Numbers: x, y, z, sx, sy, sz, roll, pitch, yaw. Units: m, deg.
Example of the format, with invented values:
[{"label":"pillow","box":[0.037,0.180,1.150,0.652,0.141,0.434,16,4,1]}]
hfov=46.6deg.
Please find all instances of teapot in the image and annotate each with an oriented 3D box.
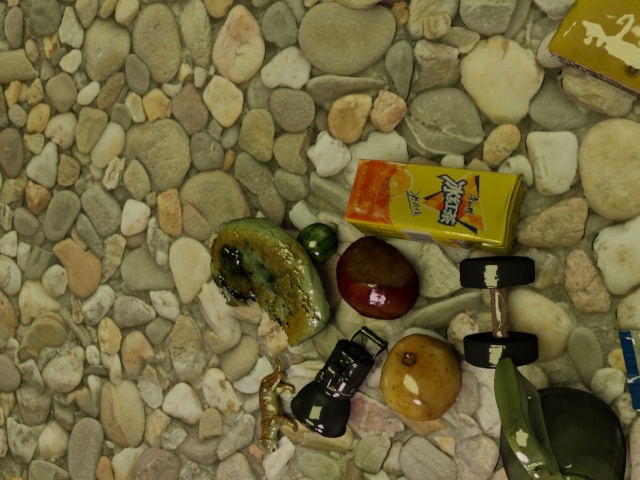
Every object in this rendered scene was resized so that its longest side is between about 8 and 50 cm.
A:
[{"label":"teapot","box":[0.458,0.398,1.399,0.240,0.239,0.321,-4,113,14]}]

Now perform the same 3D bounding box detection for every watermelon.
[{"label":"watermelon","box":[-0.003,0.005,1.754,0.109,0.109,0.108,2,93,28]}]

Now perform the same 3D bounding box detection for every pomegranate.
[{"label":"pomegranate","box":[0.217,0.300,1.610,0.196,0.196,0.196,2,93,28]}]

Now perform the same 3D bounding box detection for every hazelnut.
[{"label":"hazelnut","box":[0.121,0.081,1.671,0.170,0.160,0.201,-39,36,11]}]

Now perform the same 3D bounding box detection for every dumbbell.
[{"label":"dumbbell","box":[0.367,0.144,1.531,0.153,0.152,0.218,-2,92,28]}]

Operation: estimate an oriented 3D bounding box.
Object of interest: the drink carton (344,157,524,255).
[{"label":"drink carton","box":[0.242,-0.076,1.590,0.351,0.111,0.154,9,78,28]}]

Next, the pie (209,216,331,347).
[{"label":"pie","box":[-0.127,0.089,1.791,0.371,0.078,0.296,28,128,28]}]

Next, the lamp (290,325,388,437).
[{"label":"lamp","box":[0.041,0.321,1.706,0.147,0.172,0.227,36,110,24]}]

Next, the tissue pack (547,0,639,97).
[{"label":"tissue pack","box":[0.592,-0.381,1.392,0.271,0.134,0.192,32,106,23]}]

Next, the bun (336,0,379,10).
[{"label":"bun","box":[0.084,-0.623,1.655,0.230,0.145,0.229,0,84,-2]}]

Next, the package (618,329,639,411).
[{"label":"package","box":[0.678,0.249,1.432,0.173,0.027,0.171,-10,98,32]}]

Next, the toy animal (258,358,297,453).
[{"label":"toy animal","box":[-0.115,0.416,1.856,0.099,0.057,0.241,-5,91,29]}]
